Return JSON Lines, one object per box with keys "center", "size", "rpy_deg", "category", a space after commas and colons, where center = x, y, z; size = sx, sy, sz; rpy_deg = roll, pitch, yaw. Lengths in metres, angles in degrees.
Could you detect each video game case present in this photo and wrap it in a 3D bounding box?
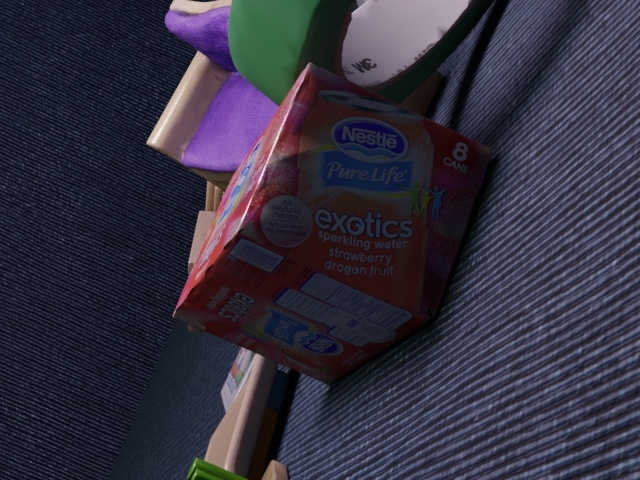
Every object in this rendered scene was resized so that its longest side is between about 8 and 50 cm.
{"center": [-0.076, 0.129, 1.850], "size": [0.143, 0.019, 0.157], "rpy_deg": [-65, 7, 1], "category": "video game case"}

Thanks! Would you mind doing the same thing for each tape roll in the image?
{"center": [0.064, -0.232, 1.256], "size": [0.321, 0.077, 0.321], "rpy_deg": [-45, -19, -19], "category": "tape roll"}

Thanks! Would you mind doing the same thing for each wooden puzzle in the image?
{"center": [-0.087, 0.224, 1.563], "size": [0.221, 0.044, 0.239], "rpy_deg": [-74, 7, -48], "category": "wooden puzzle"}

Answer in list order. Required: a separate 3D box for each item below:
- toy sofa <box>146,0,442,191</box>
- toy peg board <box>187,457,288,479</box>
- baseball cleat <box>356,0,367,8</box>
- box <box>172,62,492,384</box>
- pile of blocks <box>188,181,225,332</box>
{"center": [-0.057, -0.142, 1.601], "size": [0.362, 0.177, 0.150], "rpy_deg": [9, 70, 63], "category": "toy sofa"}
{"center": [-0.093, 0.264, 1.313], "size": [0.161, 0.079, 0.161], "rpy_deg": [-64, 7, 8], "category": "toy peg board"}
{"center": [0.066, -0.306, 1.812], "size": [0.109, 0.072, 0.206], "rpy_deg": [-153, 43, -74], "category": "baseball cleat"}
{"center": [0.000, 0.000, 1.236], "size": [0.300, 0.154, 0.142], "rpy_deg": [133, 161, -71], "category": "box"}
{"center": [-0.076, -0.011, 1.872], "size": [0.362, 0.112, 0.149], "rpy_deg": [-80, -4, -70], "category": "pile of blocks"}
